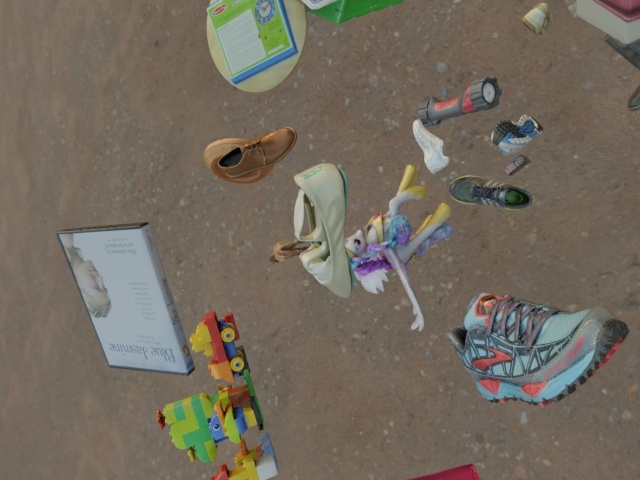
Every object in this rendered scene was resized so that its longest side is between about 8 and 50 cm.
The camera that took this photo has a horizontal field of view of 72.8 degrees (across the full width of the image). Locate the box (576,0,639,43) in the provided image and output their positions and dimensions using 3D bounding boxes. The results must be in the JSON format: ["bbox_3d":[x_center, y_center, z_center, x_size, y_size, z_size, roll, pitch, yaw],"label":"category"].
[{"bbox_3d":[0.438,-0.413,0.563,0.148,0.232,0.127,-26,46,12],"label":"box"}]

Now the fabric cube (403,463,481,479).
[{"bbox_3d":[0.240,0.675,0.929,0.258,0.259,0.254,-55,42,28],"label":"fabric cube"}]

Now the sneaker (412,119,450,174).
[{"bbox_3d":[0.285,-0.248,1.113,0.061,0.053,0.152,-28,75,29],"label":"sneaker"}]

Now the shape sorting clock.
[{"bbox_3d":[-0.111,-0.361,0.740,0.206,0.040,0.206,11,113,25],"label":"shape sorting clock"}]

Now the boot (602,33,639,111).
[{"bbox_3d":[0.797,-0.450,1.095,0.208,0.076,0.190,30,142,-6],"label":"boot"}]

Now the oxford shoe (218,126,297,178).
[{"bbox_3d":[-0.156,-0.219,1.072,0.212,0.076,0.076,-28,75,10],"label":"oxford shoe"}]

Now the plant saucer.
[{"bbox_3d":[-0.232,-0.215,1.233,0.200,0.200,0.037,-23,56,41],"label":"plant saucer"}]

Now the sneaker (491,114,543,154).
[{"bbox_3d":[0.423,-0.219,0.961,0.071,0.190,0.083,52,136,20],"label":"sneaker"}]

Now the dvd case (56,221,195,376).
[{"bbox_3d":[-0.307,0.097,0.686,0.180,0.022,0.253,-3,110,23],"label":"dvd case"}]

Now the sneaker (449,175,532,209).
[{"bbox_3d":[0.618,-0.174,1.564,0.299,0.121,0.111,6,96,2],"label":"sneaker"}]

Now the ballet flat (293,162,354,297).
[{"bbox_3d":[0.000,0.000,0.677,0.086,0.086,0.249,22,132,37],"label":"ballet flat"}]

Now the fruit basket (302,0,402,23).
[{"bbox_3d":[-0.005,-0.554,0.757,0.353,0.327,0.165,51,149,9],"label":"fruit basket"}]

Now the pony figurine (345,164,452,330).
[{"bbox_3d":[0.203,0.025,1.207,0.302,0.363,0.351,26,152,55],"label":"pony figurine"}]

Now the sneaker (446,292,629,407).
[{"bbox_3d":[0.222,0.117,0.508,0.125,0.104,0.262,51,158,14],"label":"sneaker"}]

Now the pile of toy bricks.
[{"bbox_3d":[-0.119,0.185,0.465,0.118,0.105,0.212,-178,72,-78],"label":"pile of toy bricks"}]

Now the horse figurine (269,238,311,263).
[{"bbox_3d":[-0.083,0.027,1.334,0.174,0.263,0.066,-15,91,-3],"label":"horse figurine"}]

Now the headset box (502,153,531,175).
[{"bbox_3d":[0.652,-0.249,1.453,0.083,0.062,0.032,-44,69,34],"label":"headset box"}]

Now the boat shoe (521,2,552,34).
[{"bbox_3d":[0.447,-0.455,0.880,0.056,0.153,0.048,48,130,8],"label":"boat shoe"}]

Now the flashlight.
[{"bbox_3d":[0.450,-0.464,1.454,0.103,0.103,0.304,49,162,-24],"label":"flashlight"}]
